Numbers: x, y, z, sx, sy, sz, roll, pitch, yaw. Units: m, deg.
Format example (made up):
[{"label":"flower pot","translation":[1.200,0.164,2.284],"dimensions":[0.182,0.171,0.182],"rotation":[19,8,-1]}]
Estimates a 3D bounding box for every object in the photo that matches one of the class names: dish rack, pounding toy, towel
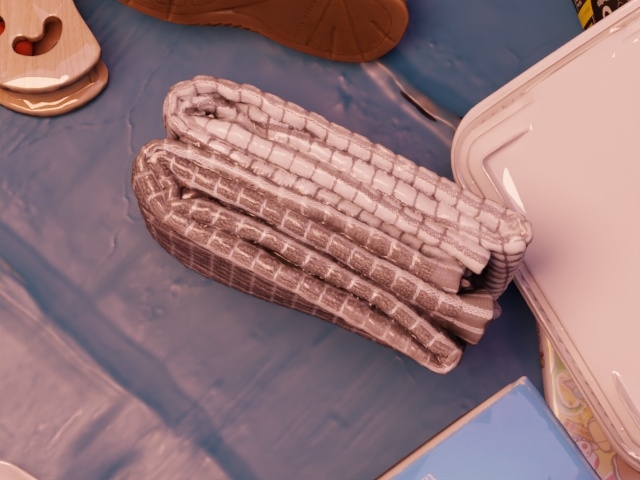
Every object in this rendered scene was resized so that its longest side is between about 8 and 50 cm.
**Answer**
[{"label":"dish rack","translation":[0.265,-0.010,1.447],"dimensions":[0.285,0.072,0.333],"rotation":[-34,81,23]},{"label":"pounding toy","translation":[-0.233,-0.191,1.490],"dimensions":[0.154,0.155,0.269],"rotation":[14,78,2]},{"label":"towel","translation":[0.000,0.000,1.435],"dimensions":[0.284,0.235,0.121],"rotation":[26,81,1]}]

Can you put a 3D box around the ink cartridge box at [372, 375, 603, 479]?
[{"label":"ink cartridge box","translation":[0.175,0.311,1.360],"dimensions":[0.166,0.285,0.395],"rotation":[-35,83,-10]}]

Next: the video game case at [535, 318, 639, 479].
[{"label":"video game case","translation":[0.290,0.126,1.542],"dimensions":[0.227,0.026,0.206],"rotation":[-4,79,-6]}]

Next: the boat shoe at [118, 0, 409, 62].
[{"label":"boat shoe","translation":[-0.073,-0.230,1.513],"dimensions":[0.302,0.109,0.098],"rotation":[16,44,-22]}]

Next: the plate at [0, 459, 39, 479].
[{"label":"plate","translation":[-0.202,0.345,1.429],"dimensions":[0.278,0.045,0.277],"rotation":[32,78,9]}]

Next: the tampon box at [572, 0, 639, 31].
[{"label":"tampon box","translation":[0.277,-0.169,1.551],"dimensions":[0.101,0.120,0.161],"rotation":[-19,81,-10]}]
